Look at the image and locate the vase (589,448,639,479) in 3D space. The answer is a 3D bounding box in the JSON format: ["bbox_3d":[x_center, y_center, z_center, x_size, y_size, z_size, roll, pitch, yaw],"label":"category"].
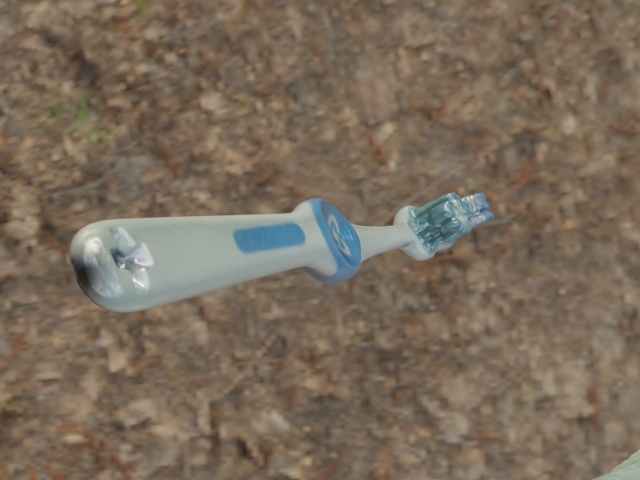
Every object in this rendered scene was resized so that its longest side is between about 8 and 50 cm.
[{"bbox_3d":[0.002,0.151,0.525,0.298,0.143,0.143,-6,87,-23],"label":"vase"}]

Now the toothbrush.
[{"bbox_3d":[-0.004,0.002,0.697,0.386,0.040,0.040,-8,88,-66],"label":"toothbrush"}]
